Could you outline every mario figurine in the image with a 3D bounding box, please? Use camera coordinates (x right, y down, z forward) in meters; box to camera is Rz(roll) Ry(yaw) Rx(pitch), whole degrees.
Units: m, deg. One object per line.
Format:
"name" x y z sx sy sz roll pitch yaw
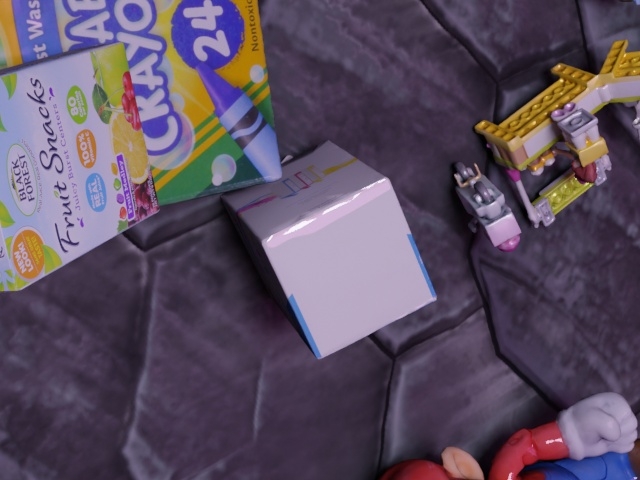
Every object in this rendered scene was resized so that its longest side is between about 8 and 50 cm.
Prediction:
"mario figurine" 0.176 0.237 0.894 0.321 0.170 0.198 1 61 -40

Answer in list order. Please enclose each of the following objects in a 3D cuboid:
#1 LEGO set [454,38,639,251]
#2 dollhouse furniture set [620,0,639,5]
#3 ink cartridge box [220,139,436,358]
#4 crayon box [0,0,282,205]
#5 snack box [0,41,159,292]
"LEGO set" 0.244 -0.078 0.907 0.287 0.132 0.107 -24 123 7
"dollhouse furniture set" 0.452 -0.262 0.961 0.362 0.256 0.394 46 72 -28
"ink cartridge box" 0.000 0.000 0.783 0.090 0.143 0.092 -28 111 -8
"crayon box" -0.189 -0.105 0.676 0.323 0.083 0.203 -15 104 -30
"snack box" -0.140 -0.042 0.601 0.141 0.037 0.100 -39 121 -62
